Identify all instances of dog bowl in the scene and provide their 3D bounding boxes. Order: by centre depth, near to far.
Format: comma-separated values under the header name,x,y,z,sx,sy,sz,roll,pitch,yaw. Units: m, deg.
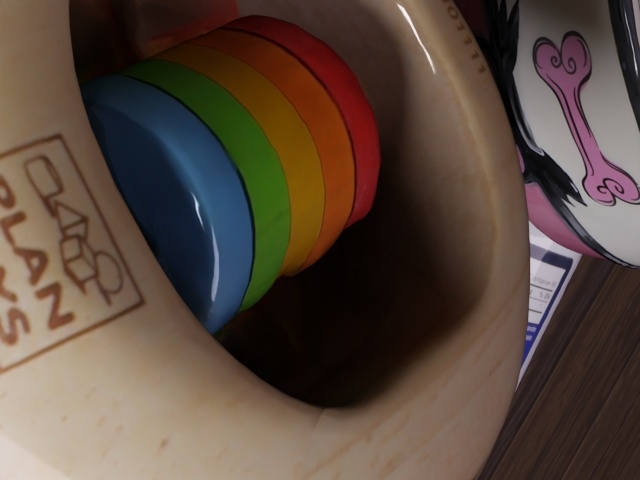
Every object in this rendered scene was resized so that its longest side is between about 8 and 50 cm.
name,x,y,z,sx,sy,sz,roll,pitch,yaw
dog bowl,0.231,-0.162,1.301,0.408,0.150,0.408,10,78,-54

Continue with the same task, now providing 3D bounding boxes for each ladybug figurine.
name,x,y,z,sx,sy,sz,roll,pitch,yaw
ladybug figurine,-0.070,-0.007,0.703,0.162,0.305,0.449,-26,180,29

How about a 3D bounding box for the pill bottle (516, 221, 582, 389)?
name,x,y,z,sx,sy,sz,roll,pitch,yaw
pill bottle,0.103,0.023,1.427,0.264,0.153,0.153,-64,156,8
